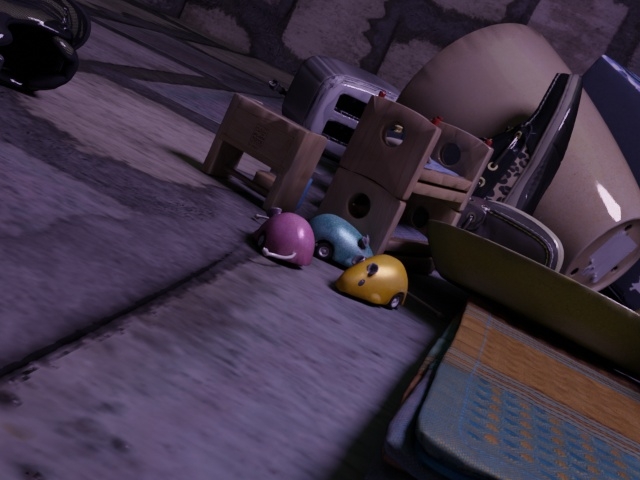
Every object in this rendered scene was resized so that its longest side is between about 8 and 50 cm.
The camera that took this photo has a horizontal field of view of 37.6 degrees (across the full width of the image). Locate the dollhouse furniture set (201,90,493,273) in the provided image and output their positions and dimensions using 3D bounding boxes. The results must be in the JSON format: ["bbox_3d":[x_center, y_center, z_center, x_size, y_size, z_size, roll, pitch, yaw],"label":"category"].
[{"bbox_3d":[0.025,-0.072,0.808,0.184,0.129,0.129,31,12,27],"label":"dollhouse furniture set"}]

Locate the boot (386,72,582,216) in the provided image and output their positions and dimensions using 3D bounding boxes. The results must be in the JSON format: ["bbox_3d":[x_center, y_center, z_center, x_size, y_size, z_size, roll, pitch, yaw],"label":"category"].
[{"bbox_3d":[0.153,-0.096,0.978,0.179,0.236,0.085,25,-11,22],"label":"boot"}]

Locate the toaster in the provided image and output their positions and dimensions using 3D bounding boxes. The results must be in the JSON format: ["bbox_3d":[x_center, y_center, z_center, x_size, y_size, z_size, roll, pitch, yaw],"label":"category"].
[{"bbox_3d":[0.043,-0.180,1.356,0.227,0.129,0.146,23,14,-22],"label":"toaster"}]

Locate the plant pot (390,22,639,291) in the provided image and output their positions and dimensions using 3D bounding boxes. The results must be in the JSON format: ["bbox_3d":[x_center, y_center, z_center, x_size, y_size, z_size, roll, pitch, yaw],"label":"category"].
[{"bbox_3d":[0.251,-0.072,1.102,0.256,0.256,0.274,13,32,-47],"label":"plant pot"}]

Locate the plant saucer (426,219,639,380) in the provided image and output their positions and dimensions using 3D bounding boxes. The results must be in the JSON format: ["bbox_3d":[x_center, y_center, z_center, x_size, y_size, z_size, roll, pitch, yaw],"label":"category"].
[{"bbox_3d":[0.182,0.055,0.726,0.241,0.037,0.241,27,-1,0],"label":"plant saucer"}]

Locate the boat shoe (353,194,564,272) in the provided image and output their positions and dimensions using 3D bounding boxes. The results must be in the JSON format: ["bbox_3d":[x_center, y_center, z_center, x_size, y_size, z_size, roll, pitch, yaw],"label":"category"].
[{"bbox_3d":[0.112,-0.011,0.877,0.224,0.080,0.073,25,15,23],"label":"boat shoe"}]

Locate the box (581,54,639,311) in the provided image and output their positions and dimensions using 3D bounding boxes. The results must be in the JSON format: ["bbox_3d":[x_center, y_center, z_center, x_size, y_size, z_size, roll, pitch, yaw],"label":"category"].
[{"bbox_3d":[0.495,-0.060,1.353,0.395,0.212,0.293,5,42,-53],"label":"box"}]

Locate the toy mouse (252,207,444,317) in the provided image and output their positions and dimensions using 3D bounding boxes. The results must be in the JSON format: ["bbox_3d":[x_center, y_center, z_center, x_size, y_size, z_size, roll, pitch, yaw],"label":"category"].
[{"bbox_3d":[0.000,0.000,0.677,0.161,0.031,0.143,14,16,-45],"label":"toy mouse"}]

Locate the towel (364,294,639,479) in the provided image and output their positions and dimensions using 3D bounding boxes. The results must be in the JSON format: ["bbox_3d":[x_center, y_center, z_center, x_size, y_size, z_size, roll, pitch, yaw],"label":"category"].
[{"bbox_3d":[0.174,0.125,0.484,0.271,0.040,0.370,28,10,9],"label":"towel"}]

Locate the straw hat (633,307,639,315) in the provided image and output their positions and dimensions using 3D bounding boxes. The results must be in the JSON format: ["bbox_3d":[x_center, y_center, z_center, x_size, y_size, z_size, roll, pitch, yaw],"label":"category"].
[{"bbox_3d":[0.323,0.088,0.898,0.061,0.144,0.144,-19,18,-3],"label":"straw hat"}]

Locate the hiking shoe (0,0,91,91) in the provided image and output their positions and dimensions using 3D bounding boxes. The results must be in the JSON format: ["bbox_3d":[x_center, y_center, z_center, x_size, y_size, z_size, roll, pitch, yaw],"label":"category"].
[{"bbox_3d":[-0.251,-0.166,0.807,0.114,0.086,0.227,41,19,6],"label":"hiking shoe"}]
